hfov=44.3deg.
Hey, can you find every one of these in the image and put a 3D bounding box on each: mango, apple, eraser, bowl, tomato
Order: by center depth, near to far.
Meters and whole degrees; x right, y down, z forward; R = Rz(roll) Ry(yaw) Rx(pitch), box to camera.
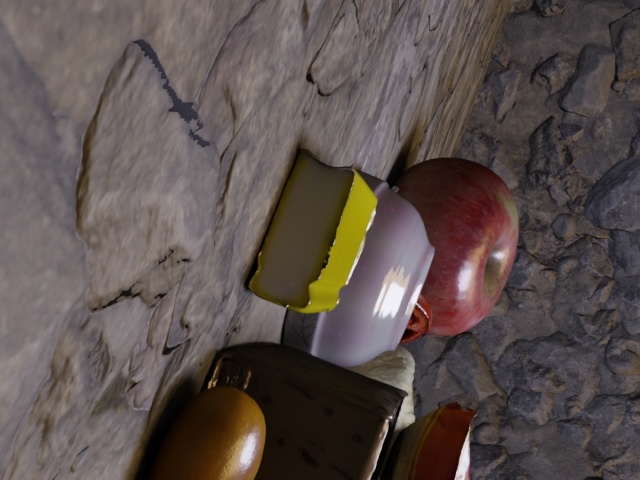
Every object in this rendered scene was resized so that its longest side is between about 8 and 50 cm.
[{"bbox_3d":[-0.111,0.216,0.695,0.184,0.085,0.102,-62,156,-4],"label":"mango"},{"bbox_3d":[0.000,0.000,0.866,0.226,0.069,0.157,22,87,-79],"label":"eraser"},{"bbox_3d":[0.067,0.058,1.117,0.287,0.144,0.286,22,90,-79],"label":"bowl"},{"bbox_3d":[0.099,0.103,1.344,0.174,0.166,0.082,-28,-148,42],"label":"tomato"},{"bbox_3d":[0.222,0.004,1.519,0.345,0.270,0.344,-33,132,-46],"label":"apple"}]

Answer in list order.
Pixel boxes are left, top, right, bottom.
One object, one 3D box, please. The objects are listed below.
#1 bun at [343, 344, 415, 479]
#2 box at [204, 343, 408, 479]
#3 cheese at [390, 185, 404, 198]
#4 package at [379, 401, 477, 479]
[{"bbox_3d":[0.045,0.326,1.269,0.349,0.228,0.352,65,26,-63],"label":"bun"},{"bbox_3d":[-0.030,0.249,0.884,0.297,0.191,0.225,35,76,-80],"label":"box"},{"bbox_3d":[0.084,0.004,1.337,0.127,0.050,0.235,-47,161,-58],"label":"cheese"},{"bbox_3d":[0.118,0.320,0.983,0.288,0.109,0.223,103,6,-66],"label":"package"}]
